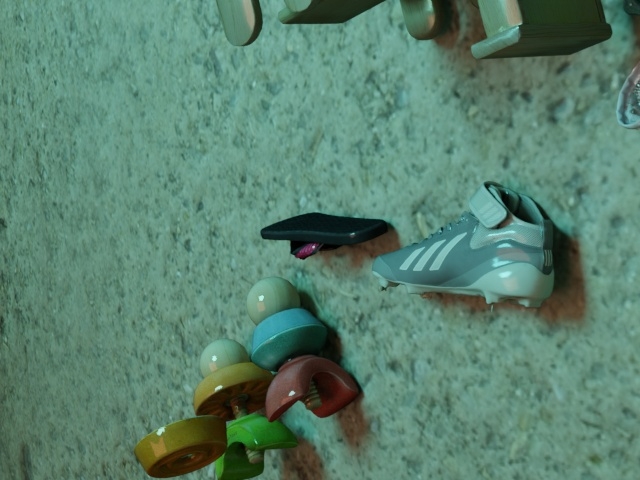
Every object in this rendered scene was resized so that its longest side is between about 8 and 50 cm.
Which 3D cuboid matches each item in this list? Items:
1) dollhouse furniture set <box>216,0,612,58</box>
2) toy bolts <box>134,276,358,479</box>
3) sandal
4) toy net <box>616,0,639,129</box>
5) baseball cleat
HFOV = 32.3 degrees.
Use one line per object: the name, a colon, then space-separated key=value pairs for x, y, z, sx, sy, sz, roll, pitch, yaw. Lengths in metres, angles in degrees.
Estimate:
dollhouse furniture set: x=0.074 y=-0.190 z=0.840 sx=0.242 sy=0.212 sz=0.161 roll=-17 pitch=85 yaw=49
toy bolts: x=-0.095 y=0.145 z=1.209 sx=0.228 sy=0.218 sz=0.158 roll=-41 pitch=58 yaw=32
sandal: x=0.000 y=0.000 z=1.133 sx=0.179 sy=0.067 sz=0.040 roll=6 pitch=115 yaw=52
toy net: x=0.223 y=-0.160 z=0.785 sx=0.122 sy=0.045 sz=0.232 roll=8 pitch=105 yaw=54
baseball cleat: x=0.126 y=0.003 z=0.964 sx=0.206 sy=0.072 sz=0.109 roll=6 pitch=90 yaw=50
